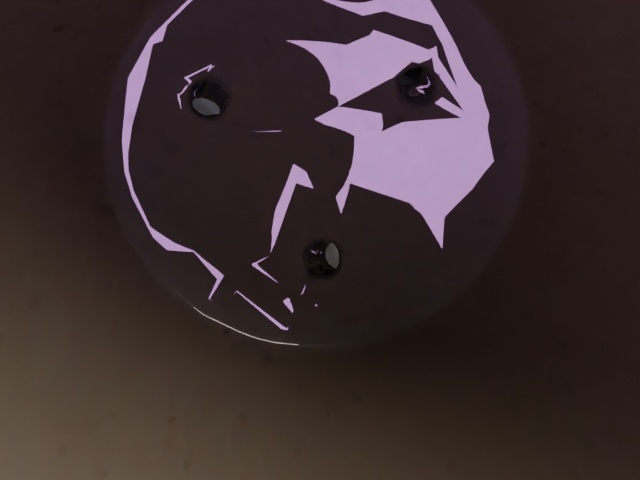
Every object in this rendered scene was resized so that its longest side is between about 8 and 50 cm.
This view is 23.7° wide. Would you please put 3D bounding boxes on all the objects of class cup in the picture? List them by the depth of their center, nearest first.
[{"bbox_3d":[0.000,0.000,0.496,0.331,0.331,0.237,28,16,-11],"label":"cup"}]
